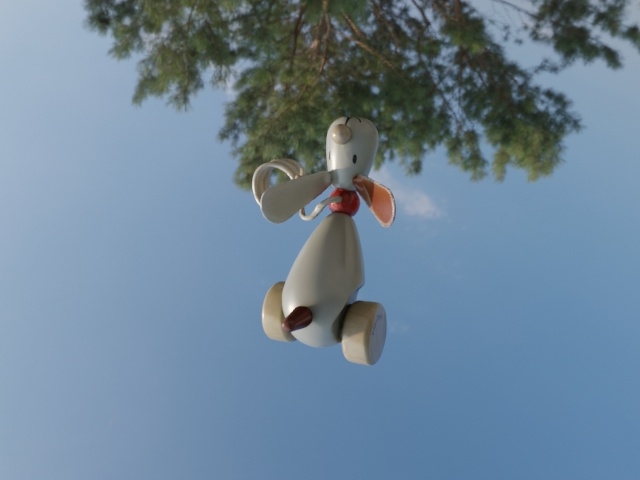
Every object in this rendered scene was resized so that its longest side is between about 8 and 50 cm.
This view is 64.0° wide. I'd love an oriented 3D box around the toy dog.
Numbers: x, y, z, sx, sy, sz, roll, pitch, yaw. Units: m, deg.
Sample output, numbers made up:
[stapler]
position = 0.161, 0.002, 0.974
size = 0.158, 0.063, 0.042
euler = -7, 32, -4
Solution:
[toy dog]
position = 0.000, 0.000, 0.658
size = 0.161, 0.220, 0.334
euler = 19, -122, -69
